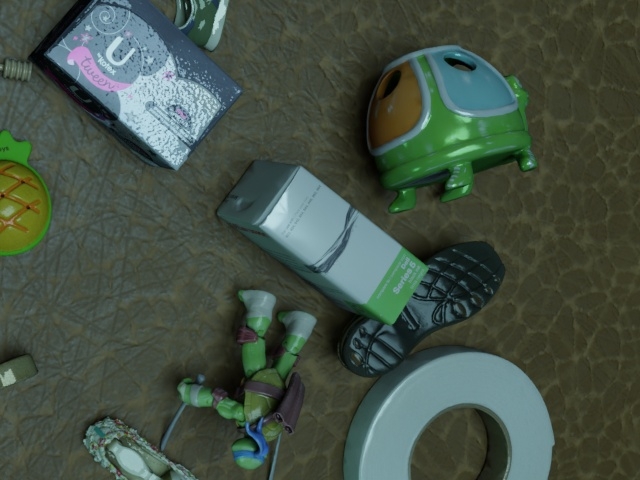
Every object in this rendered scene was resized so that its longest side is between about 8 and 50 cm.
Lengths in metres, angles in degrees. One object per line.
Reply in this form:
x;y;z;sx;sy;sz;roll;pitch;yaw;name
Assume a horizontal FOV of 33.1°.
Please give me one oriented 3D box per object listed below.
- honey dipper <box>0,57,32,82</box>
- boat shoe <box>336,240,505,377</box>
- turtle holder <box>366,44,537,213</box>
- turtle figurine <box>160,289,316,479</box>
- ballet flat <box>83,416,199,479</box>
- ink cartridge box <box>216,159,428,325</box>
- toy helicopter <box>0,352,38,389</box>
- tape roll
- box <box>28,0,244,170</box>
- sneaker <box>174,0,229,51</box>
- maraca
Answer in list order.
-0.489;-0.251;1.512;0.161;0.030;0.030;9;93;-20;honey dipper
0.154;0.107;1.787;0.324;0.120;0.122;-31;96;-17;boat shoe
0.225;-0.193;1.719;0.320;0.243;0.227;-16;86;-12;turtle holder
-0.121;0.228;1.690;0.198;0.274;0.266;17;68;-3;turtle figurine
-0.264;0.363;1.655;0.241;0.077;0.091;41;79;-23;ballet flat
0.000;0.000;1.661;0.273;0.198;0.114;38;80;-23;ink cartridge box
-0.539;0.230;1.450;0.355;0.235;0.140;-22;89;-53;toy helicopter
0.228;0.377;1.877;0.392;0.072;0.391;-3;97;-23;tape roll
-0.266;-0.237;1.547;0.247;0.142;0.163;42;79;-22;box
-0.180;-0.384;1.608;0.086;0.064;0.192;8;96;-29;sneaker
-0.448;-0.067;1.515;0.127;0.099;0.185;-11;76;-19;maraca
